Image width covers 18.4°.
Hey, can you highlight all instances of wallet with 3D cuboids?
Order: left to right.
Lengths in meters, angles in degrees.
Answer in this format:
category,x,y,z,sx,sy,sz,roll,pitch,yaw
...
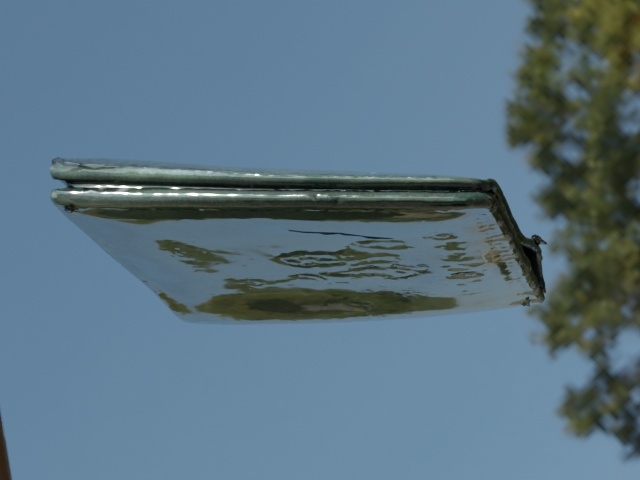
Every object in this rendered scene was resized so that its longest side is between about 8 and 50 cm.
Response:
category,x,y,z,sx,sy,sz,roll,pitch,yaw
wallet,0.000,-0.001,1.177,0.251,0.054,0.290,-1,-15,11

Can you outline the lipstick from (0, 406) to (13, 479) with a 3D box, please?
category,x,y,z,sx,sy,sz,roll,pitch,yaw
lipstick,-0.150,0.067,0.715,0.070,0.070,0.254,-20,-62,-30
